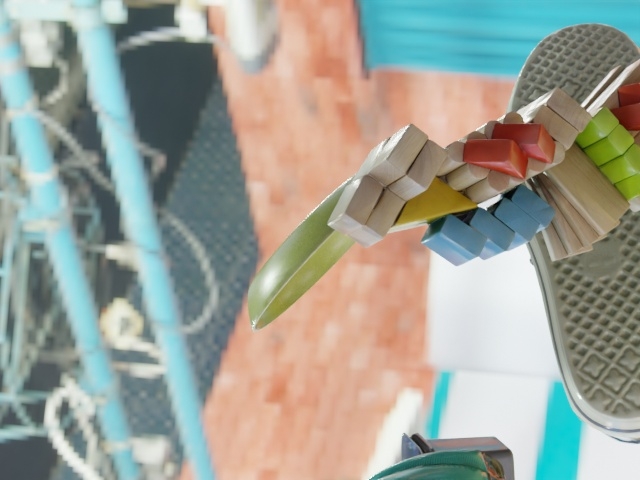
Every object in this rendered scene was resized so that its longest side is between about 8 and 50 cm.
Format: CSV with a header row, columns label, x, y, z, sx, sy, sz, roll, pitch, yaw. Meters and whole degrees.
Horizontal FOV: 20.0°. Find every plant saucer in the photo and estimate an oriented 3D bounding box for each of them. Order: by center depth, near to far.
label,x,y,z,sx,sy,sz,roll,pitch,yaw
plant saucer,0.000,0.000,1.943,0.241,0.037,0.241,-46,-6,-7

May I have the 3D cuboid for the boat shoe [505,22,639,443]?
label,x,y,z,sx,sy,sz,roll,pitch,yaw
boat shoe,0.306,-0.008,1.974,0.156,0.187,0.500,65,-163,-62

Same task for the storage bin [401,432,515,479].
label,x,y,z,sx,sy,sz,roll,pitch,yaw
storage bin,0.129,0.242,1.677,0.098,0.091,0.135,-143,48,-74

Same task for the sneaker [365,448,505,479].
label,x,y,z,sx,sy,sz,roll,pitch,yaw
sneaker,0.126,0.225,1.137,0.178,0.296,0.123,-91,24,-68

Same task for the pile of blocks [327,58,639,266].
label,x,y,z,sx,sy,sz,roll,pitch,yaw
pile of blocks,0.190,-0.057,1.551,0.149,0.362,0.112,69,157,5
